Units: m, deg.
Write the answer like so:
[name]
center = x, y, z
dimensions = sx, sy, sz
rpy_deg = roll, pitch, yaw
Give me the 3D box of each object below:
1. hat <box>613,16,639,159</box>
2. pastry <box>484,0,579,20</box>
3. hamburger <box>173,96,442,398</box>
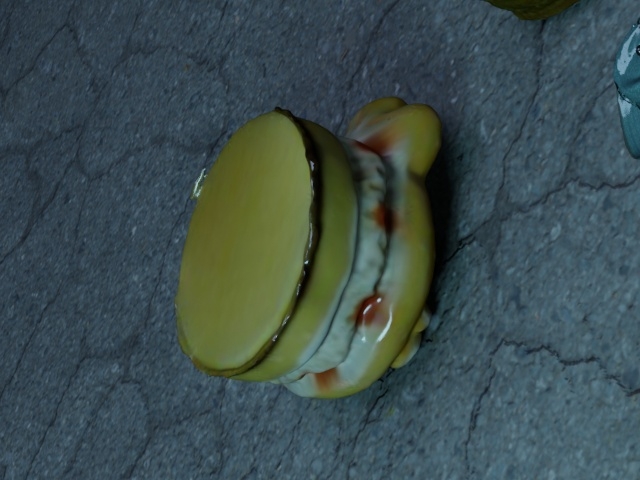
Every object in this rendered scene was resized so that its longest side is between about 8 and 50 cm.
[hat]
center = 0.291, -0.150, 1.384
dimensions = 0.191, 0.078, 0.138
rpy_deg = -43, 41, 34
[pastry]
center = 0.199, -0.300, 1.591
dimensions = 0.189, 0.103, 0.188
rpy_deg = -35, 44, 42
[hamburger]
center = 0.000, 0.000, 1.632
dimensions = 0.261, 0.186, 0.302
rpy_deg = 5, 85, 59
